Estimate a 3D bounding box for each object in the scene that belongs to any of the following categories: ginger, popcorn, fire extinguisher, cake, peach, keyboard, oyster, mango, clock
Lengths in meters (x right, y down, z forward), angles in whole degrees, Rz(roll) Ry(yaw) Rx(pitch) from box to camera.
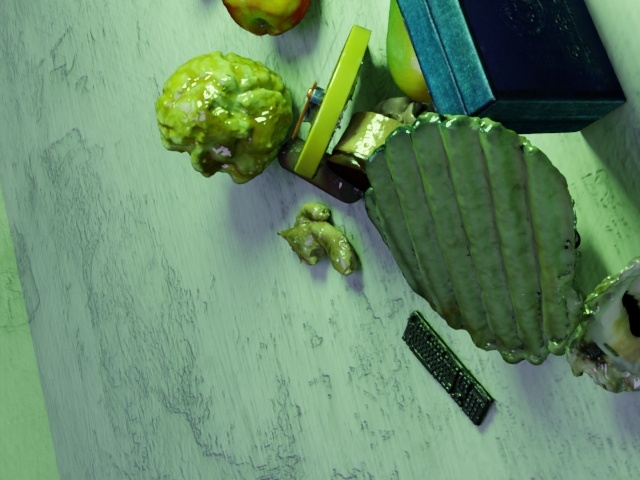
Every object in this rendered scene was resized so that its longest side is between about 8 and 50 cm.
[{"bbox_3d":[0.000,0.011,1.975,0.214,0.059,0.133,51,124,34],"label":"ginger"},{"bbox_3d":[-0.197,-0.251,2.010,0.247,0.282,0.282,-94,24,-50],"label":"popcorn"},{"bbox_3d":[0.020,-0.135,1.910,0.267,0.072,0.089,32,124,46],"label":"fire extinguisher"},{"bbox_3d":[0.129,-0.162,1.682,0.185,0.207,0.178,26,88,15],"label":"cake"},{"bbox_3d":[-0.106,-0.501,1.944,0.197,0.197,0.197,10,103,52],"label":"peach"},{"bbox_3d":[0.215,0.222,1.745,0.231,0.023,0.072,51,134,36],"label":"keyboard"},{"bbox_3d":[0.467,0.103,1.343,0.354,0.107,0.201,-23,109,46],"label":"oyster"},{"bbox_3d":[0.177,-0.350,1.650,0.156,0.114,0.251,160,114,-62],"label":"mango"},{"bbox_3d":[0.010,-0.247,1.747,0.293,0.071,0.277,-101,32,-80],"label":"clock"}]

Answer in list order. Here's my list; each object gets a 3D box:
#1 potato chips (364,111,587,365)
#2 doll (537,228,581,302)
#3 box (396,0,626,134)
[{"bbox_3d":[0.204,-0.004,1.394,0.358,0.070,0.429,20,141,40],"label":"potato chips"},{"bbox_3d":[0.289,0.037,1.544,0.257,0.117,0.182,-44,67,44],"label":"doll"},{"bbox_3d":[0.264,-0.285,1.396,0.116,0.279,0.261,-36,67,48],"label":"box"}]
